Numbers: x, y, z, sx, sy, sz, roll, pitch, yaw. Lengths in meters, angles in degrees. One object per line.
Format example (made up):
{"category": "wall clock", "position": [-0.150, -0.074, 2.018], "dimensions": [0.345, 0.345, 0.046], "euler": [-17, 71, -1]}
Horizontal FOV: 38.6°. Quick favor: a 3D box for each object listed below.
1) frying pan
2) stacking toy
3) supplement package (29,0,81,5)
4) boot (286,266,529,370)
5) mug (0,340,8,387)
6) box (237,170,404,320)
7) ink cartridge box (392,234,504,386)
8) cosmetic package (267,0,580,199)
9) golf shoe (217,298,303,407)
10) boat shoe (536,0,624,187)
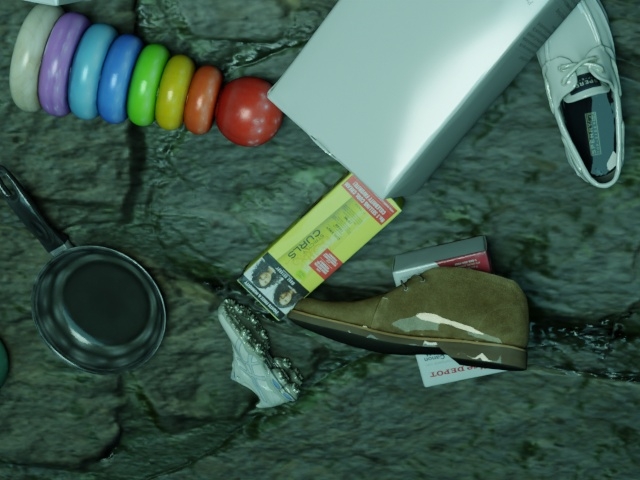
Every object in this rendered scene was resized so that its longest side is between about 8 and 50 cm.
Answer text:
{"category": "frying pan", "position": [-0.363, 0.058, 1.291], "dimensions": [0.326, 0.053, 0.197], "euler": [38, 109, -4]}
{"category": "stacking toy", "position": [-0.209, -0.189, 1.153], "dimensions": [0.330, 0.141, 0.141], "euler": [16, 110, -4]}
{"category": "supplement package", "position": [-0.344, -0.424, 1.045], "dimensions": [0.198, 0.199, 0.262], "euler": [12, 110, 4]}
{"category": "boot", "position": [0.111, 0.089, 1.159], "dimensions": [0.306, 0.112, 0.115], "euler": [6, 79, 12]}
{"category": "mug", "position": [-0.529, 0.193, 1.333], "dimensions": [0.129, 0.097, 0.157], "euler": [31, 110, -4]}
{"category": "box", "position": [0.000, 0.000, 1.222], "dimensions": [0.232, 0.058, 0.087], "euler": [-42, 99, 17]}
{"category": "ink cartridge box", "position": [0.180, 0.096, 1.225], "dimensions": [0.128, 0.072, 0.175], "euler": [-14, 106, 11]}
{"category": "cosmetic package", "position": [0.136, -0.244, 1.047], "dimensions": [0.197, 0.155, 0.365], "euler": [45, 111, 12]}
{"category": "golf shoe", "position": [-0.105, 0.168, 1.291], "dimensions": [0.086, 0.069, 0.176], "euler": [-30, 102, 22]}
{"category": "boat shoe", "position": [0.314, -0.190, 1.103], "dimensions": [0.096, 0.088, 0.267], "euler": [-10, 107, 10]}
